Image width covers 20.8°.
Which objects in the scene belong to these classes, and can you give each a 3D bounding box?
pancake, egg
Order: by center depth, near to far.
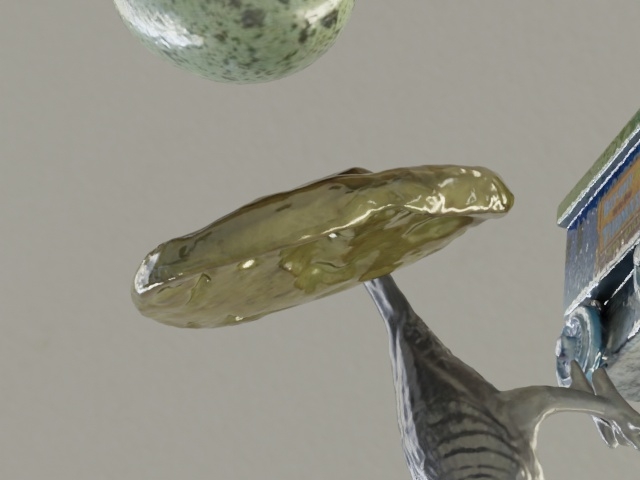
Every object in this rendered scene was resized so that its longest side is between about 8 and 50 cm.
[{"bbox_3d":[0.000,0.000,1.078,0.242,0.242,0.050,-23,-106,32],"label":"pancake"},{"bbox_3d":[-0.058,-0.165,1.098,0.172,0.132,0.132,5,-118,31],"label":"egg"}]

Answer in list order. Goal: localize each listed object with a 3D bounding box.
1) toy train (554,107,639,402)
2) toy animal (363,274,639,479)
[{"bbox_3d":[0.259,0.001,1.266,0.299,0.131,0.202,122,-22,-60],"label":"toy train"},{"bbox_3d":[0.116,0.126,1.192,0.206,0.081,0.367,-6,-115,-9],"label":"toy animal"}]
